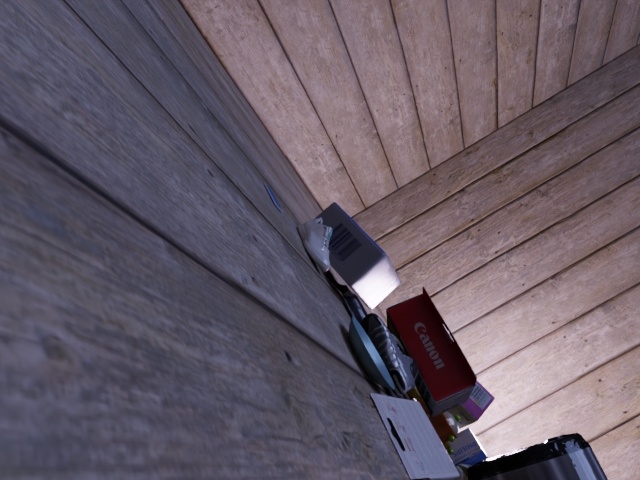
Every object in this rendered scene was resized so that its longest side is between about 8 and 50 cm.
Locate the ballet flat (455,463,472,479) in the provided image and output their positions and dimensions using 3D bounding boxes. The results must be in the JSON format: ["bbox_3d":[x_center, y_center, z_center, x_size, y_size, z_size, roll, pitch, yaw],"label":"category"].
[{"bbox_3d":[0.478,0.784,1.559,0.086,0.086,0.248,60,5,15],"label":"ballet flat"}]

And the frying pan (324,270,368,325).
[{"bbox_3d":[0.095,0.189,1.511,0.325,0.053,0.197,62,3,3],"label":"frying pan"}]

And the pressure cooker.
[{"bbox_3d":[0.645,0.783,1.282,0.370,0.375,0.419,6,54,-37],"label":"pressure cooker"}]

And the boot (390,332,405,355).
[{"bbox_3d":[0.198,0.329,1.447,0.176,0.089,0.244,-116,-178,-53],"label":"boot"}]

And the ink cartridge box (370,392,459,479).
[{"bbox_3d":[0.183,0.420,0.985,0.225,0.056,0.180,26,27,-46],"label":"ink cartridge box"}]

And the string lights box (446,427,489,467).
[{"bbox_3d":[0.516,0.765,1.689,0.259,0.134,0.076,55,7,-49],"label":"string lights box"}]

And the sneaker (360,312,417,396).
[{"bbox_3d":[0.195,0.308,1.288,0.132,0.086,0.228,8,55,-50],"label":"sneaker"}]

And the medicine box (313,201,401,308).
[{"bbox_3d":[0.108,0.056,1.558,0.263,0.149,0.289,48,-1,29],"label":"medicine box"}]

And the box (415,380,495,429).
[{"bbox_3d":[0.470,0.563,1.717,0.213,0.117,0.242,44,-30,16],"label":"box"}]

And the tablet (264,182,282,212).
[{"bbox_3d":[-0.130,-0.118,1.296,0.083,0.006,0.054,60,5,30],"label":"tablet"}]

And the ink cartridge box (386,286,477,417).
[{"bbox_3d":[0.319,0.332,1.402,0.271,0.130,0.309,74,-9,-58],"label":"ink cartridge box"}]

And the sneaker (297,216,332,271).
[{"bbox_3d":[0.000,0.000,1.381,0.080,0.094,0.212,57,5,-43],"label":"sneaker"}]

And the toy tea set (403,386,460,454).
[{"bbox_3d":[0.368,0.545,1.589,0.335,0.124,0.200,61,5,32],"label":"toy tea set"}]

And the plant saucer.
[{"bbox_3d":[0.111,0.273,1.118,0.194,0.038,0.195,59,4,-7],"label":"plant saucer"}]
